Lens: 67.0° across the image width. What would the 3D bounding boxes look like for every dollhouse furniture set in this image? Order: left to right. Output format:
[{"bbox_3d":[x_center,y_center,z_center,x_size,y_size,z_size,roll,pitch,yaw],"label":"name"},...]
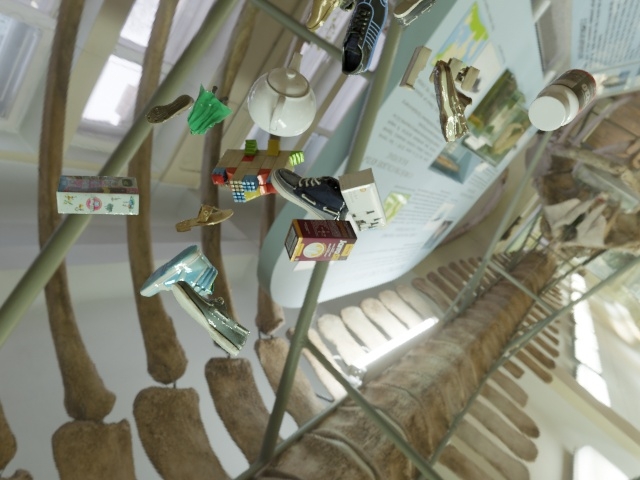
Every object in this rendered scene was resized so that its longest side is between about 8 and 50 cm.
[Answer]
[{"bbox_3d":[0.460,-0.635,1.907,0.242,0.160,0.212,21,-165,-10],"label":"dollhouse furniture set"}]

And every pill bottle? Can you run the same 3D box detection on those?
[{"bbox_3d":[0.927,-0.537,1.857,0.161,0.161,0.283,41,-124,17],"label":"pill bottle"}]

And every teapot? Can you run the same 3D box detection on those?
[{"bbox_3d":[-0.121,-0.487,1.628,0.253,0.187,0.256,-22,-113,-30],"label":"teapot"}]

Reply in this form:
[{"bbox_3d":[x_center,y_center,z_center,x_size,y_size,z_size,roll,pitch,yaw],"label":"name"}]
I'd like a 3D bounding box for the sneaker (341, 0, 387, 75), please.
[{"bbox_3d":[0.107,-0.532,1.228,0.082,0.232,0.090,24,-143,19],"label":"sneaker"}]

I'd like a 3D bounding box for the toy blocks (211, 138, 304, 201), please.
[{"bbox_3d":[-0.279,-0.261,1.964,0.382,0.190,0.260,4,-138,12],"label":"toy blocks"}]

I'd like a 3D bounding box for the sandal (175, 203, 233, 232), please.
[{"bbox_3d":[-0.481,-0.107,1.965,0.088,0.240,0.079,-117,10,-58],"label":"sandal"}]

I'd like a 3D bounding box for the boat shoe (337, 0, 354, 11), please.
[{"bbox_3d":[0.096,-0.843,1.730,0.049,0.056,0.152,57,-169,-6],"label":"boat shoe"}]

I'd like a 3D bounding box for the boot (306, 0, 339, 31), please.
[{"bbox_3d":[-0.062,-0.962,1.847,0.270,0.236,0.089,19,-135,-37],"label":"boot"}]

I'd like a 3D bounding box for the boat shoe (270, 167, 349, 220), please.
[{"bbox_3d":[-0.026,-0.194,1.755,0.341,0.158,0.127,38,-138,13],"label":"boat shoe"}]

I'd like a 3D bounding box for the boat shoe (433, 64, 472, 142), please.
[{"bbox_3d":[0.396,-0.411,1.427,0.257,0.095,0.095,63,-165,-50],"label":"boat shoe"}]

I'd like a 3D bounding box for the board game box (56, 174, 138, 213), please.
[{"bbox_3d":[-0.940,-0.196,2.055,0.304,0.097,0.224,-2,-155,-24],"label":"board game box"}]

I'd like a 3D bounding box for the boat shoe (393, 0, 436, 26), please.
[{"bbox_3d":[0.335,-0.784,1.599,0.075,0.206,0.065,55,180,37],"label":"boat shoe"}]

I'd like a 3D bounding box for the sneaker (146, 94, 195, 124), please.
[{"bbox_3d":[-0.552,-0.478,1.800,0.071,0.189,0.066,-21,-91,-82],"label":"sneaker"}]

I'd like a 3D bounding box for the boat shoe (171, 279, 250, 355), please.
[{"bbox_3d":[-0.339,0.226,1.520,0.116,0.099,0.319,3,135,54],"label":"boat shoe"}]

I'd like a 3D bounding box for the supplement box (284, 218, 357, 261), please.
[{"bbox_3d":[0.000,0.000,1.438,0.188,0.104,0.080,0,-134,-24],"label":"supplement box"}]

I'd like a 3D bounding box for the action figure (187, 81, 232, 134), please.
[{"bbox_3d":[-0.399,-0.433,1.667,0.137,0.232,0.063,46,-133,-10],"label":"action figure"}]

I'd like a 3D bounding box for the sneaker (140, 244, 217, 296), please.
[{"bbox_3d":[-0.556,0.178,1.953,0.208,0.319,0.127,49,-162,-24],"label":"sneaker"}]

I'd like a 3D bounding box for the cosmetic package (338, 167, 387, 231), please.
[{"bbox_3d":[0.130,-0.113,1.428,0.239,0.099,0.060,59,-162,-58],"label":"cosmetic package"}]
